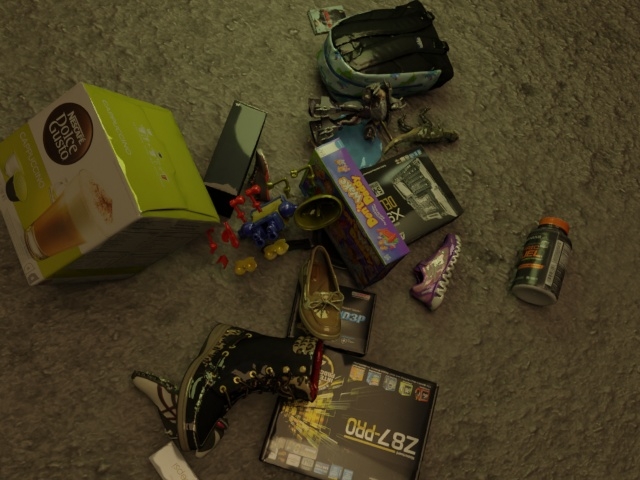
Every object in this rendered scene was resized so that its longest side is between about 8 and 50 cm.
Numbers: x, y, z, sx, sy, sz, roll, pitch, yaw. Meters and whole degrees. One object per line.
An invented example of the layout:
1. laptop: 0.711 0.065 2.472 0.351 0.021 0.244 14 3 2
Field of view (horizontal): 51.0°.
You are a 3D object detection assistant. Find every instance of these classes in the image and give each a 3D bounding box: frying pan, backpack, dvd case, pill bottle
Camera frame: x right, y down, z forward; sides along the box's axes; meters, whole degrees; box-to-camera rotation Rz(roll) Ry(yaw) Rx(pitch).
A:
1. frying pan: 0.019 0.022 1.871 0.326 0.053 0.197 -33 80 -17
2. backpack: 0.168 -0.546 2.000 0.356 0.273 0.290 -16 78 -38
3. dvd case: 0.026 -0.698 2.127 0.120 0.013 0.087 -14 76 -15
4. pill bottle: 0.650 0.055 1.948 0.130 0.130 0.245 25 68 -3

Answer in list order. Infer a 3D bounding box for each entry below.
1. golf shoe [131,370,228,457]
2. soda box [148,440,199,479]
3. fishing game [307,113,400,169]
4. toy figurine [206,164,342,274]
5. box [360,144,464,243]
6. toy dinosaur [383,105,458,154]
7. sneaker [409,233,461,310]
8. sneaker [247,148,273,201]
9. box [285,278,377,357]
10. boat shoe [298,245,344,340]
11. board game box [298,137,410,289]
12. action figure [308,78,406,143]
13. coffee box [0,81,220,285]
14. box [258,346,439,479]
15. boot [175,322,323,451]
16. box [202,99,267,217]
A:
1. golf shoe: -0.360 0.417 1.640 0.273 0.105 0.120 33 76 1
2. soda box: -0.322 0.587 1.603 0.069 0.074 0.216 -35 82 -20
3. fishing game: 0.095 -0.292 1.997 0.264 0.041 0.189 -28 80 -27
4. toy figurine: -0.125 -0.087 1.779 0.363 0.217 0.191 -28 108 14
5. box: 0.227 -0.112 1.915 0.307 0.076 0.242 -25 78 -30
6. toy dinosaur: 0.299 -0.337 2.035 0.268 0.064 0.118 -12 71 -17
7. sneaker: 0.321 0.076 1.898 0.105 0.095 0.236 23 70 5
8. sneaker: -0.171 -0.175 1.857 0.065 0.061 0.157 -8 116 -3
9. box: 0.030 0.206 1.812 0.220 0.051 0.175 15 70 -6
10. boat shoe: -0.001 0.131 1.706 0.105 0.089 0.285 6 38 -19
11. board game box: 0.079 -0.063 1.766 0.078 0.233 0.347 -27 77 -20
12. action figure: 0.109 -0.364 1.923 0.285 0.185 0.099 -11 40 -6
13. coffee box: -0.506 -0.118 1.589 0.334 0.338 0.337 -29 79 18
14. box: 0.075 0.463 1.714 0.395 0.097 0.318 19 71 -3
15. boot: -0.157 0.337 1.566 0.284 0.138 0.377 2 29 10
16. box: -0.239 -0.217 1.825 0.103 0.184 0.261 19 70 -5
